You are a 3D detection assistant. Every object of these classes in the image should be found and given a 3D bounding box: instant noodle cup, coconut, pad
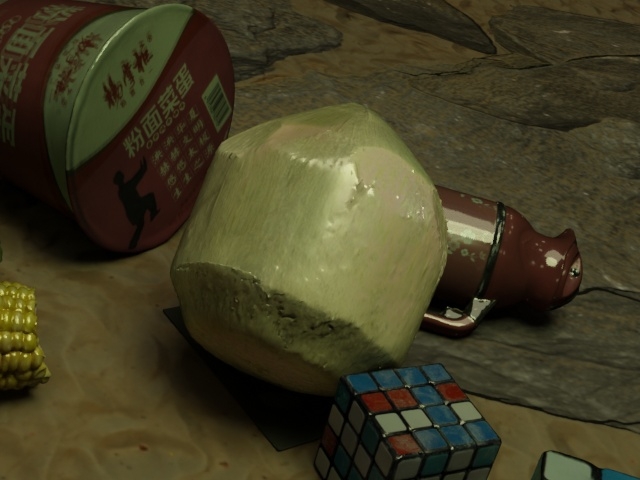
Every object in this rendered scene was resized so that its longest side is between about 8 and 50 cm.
[{"bbox_3d":[-0.218,-0.123,1.031,0.179,0.234,0.235,19,29,26],"label":"instant noodle cup"},{"bbox_3d":[0.000,0.000,0.881,0.224,0.224,0.234,25,70,15],"label":"coconut"},{"bbox_3d":[-0.035,0.103,0.945,0.127,0.004,0.190,-11,40,-36],"label":"pad"}]

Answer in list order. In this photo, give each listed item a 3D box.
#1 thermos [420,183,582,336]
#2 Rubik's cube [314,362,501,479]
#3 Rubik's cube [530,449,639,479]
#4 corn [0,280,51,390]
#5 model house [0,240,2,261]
[{"bbox_3d":[0.094,0.003,1.062,0.330,0.109,0.136,15,30,-2],"label":"thermos"},{"bbox_3d":[0.062,0.157,0.814,0.092,0.092,0.092,-3,35,-29],"label":"Rubik's cube"},{"bbox_3d":[0.176,0.248,0.660,0.151,0.155,0.154,18,30,7],"label":"Rubik's cube"},{"bbox_3d":[-0.317,0.071,0.781,0.244,0.093,0.093,-1,34,-30],"label":"corn"},{"bbox_3d":[-0.377,-0.047,0.852,0.211,0.193,0.170,-17,35,-32],"label":"model house"}]
